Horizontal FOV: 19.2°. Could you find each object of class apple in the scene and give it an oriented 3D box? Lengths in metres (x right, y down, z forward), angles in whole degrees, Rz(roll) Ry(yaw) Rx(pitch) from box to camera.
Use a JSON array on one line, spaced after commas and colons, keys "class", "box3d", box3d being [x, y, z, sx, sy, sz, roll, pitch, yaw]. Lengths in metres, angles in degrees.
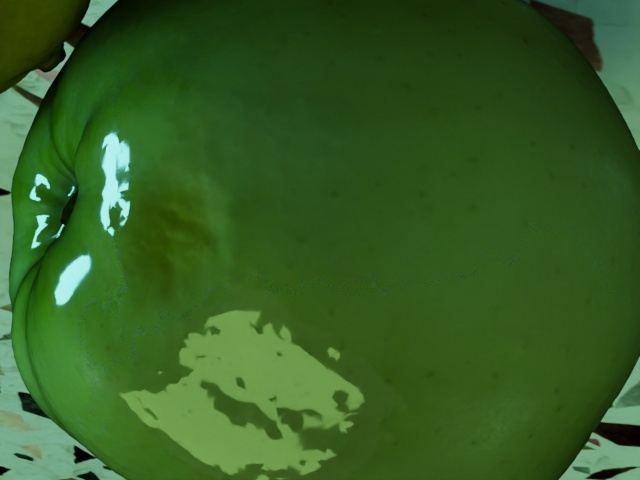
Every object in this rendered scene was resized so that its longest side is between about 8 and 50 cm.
[{"class": "apple", "box3d": [0.000, 0.000, 1.354, 0.473, 0.474, 0.474, 11, 154, 5]}]

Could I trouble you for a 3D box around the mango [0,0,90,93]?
[{"class": "mango", "box3d": [-0.314, -0.271, 1.249, 0.301, 0.220, 0.445, 10, 146, 35]}]
